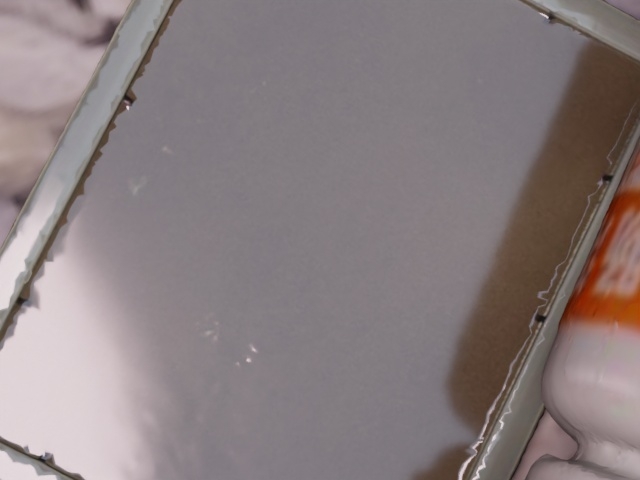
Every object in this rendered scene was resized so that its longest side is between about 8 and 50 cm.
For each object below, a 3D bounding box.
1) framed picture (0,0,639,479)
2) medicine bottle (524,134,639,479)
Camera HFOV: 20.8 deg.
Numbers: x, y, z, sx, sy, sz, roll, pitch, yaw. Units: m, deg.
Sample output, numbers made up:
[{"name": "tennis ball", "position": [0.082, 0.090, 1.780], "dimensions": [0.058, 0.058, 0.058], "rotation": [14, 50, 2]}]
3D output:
[{"name": "framed picture", "position": [0.000, 0.000, 0.660], "dimensions": [0.217, 0.017, 0.274], "rotation": [29, 83, -5]}, {"name": "medicine bottle", "position": [0.190, 0.030, 0.584], "dimensions": [0.211, 0.211, 0.371], "rotation": [25, 83, -5]}]
